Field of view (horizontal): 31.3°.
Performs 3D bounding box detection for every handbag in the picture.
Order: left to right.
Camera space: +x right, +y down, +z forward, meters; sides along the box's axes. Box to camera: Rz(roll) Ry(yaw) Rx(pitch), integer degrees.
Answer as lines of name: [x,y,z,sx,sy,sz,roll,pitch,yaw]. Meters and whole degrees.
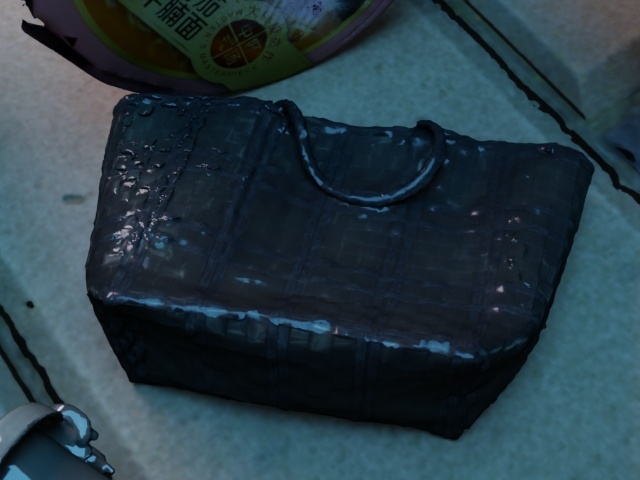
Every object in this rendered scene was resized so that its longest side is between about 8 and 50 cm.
handbag: [0.000,0.000,0.594,0.270,0.088,0.175,9,56,8]

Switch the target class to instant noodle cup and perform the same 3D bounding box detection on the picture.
instant noodle cup: [-0.086,-0.246,0.660,0.244,0.244,0.255,-23,55,-9]

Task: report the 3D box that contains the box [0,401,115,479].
box: [-0.120,0.202,0.454,0.135,0.163,0.243,30,66,8]
